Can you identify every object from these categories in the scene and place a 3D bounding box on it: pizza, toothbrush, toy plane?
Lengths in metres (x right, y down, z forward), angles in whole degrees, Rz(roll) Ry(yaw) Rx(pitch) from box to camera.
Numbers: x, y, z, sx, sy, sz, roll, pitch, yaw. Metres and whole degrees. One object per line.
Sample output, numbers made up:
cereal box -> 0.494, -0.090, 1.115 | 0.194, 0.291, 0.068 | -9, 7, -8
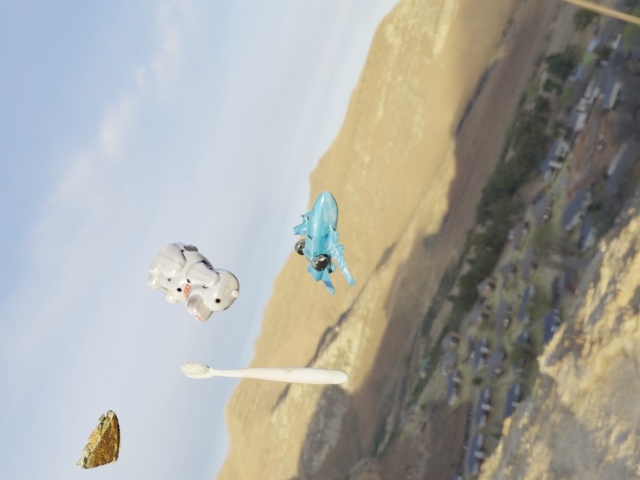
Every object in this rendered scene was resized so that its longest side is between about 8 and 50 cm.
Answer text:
pizza -> -0.652, 0.607, 2.081 | 0.195, 0.052, 0.185 | -43, -45, -66
toothbrush -> -0.098, 0.215, 1.157 | 0.029, 0.307, 0.025 | 54, -139, -51
toy plane -> 0.000, 0.000, 1.740 | 0.105, 0.254, 0.271 | -26, -47, -24

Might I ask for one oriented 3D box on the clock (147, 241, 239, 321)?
clock -> -0.328, 0.123, 1.970 | 0.189, 0.254, 0.189 | -30, -48, -41
